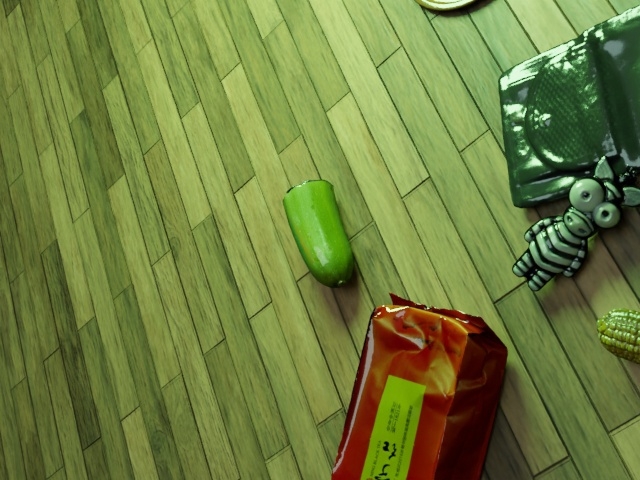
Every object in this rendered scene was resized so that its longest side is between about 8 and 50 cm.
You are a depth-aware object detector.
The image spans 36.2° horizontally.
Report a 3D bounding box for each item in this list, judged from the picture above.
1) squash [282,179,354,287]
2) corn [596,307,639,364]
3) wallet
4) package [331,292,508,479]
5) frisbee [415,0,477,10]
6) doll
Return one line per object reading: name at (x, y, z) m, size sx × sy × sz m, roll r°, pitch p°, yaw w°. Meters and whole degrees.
squash at (0.000, 0.000, 1.644) m, size 0.095 × 0.095 × 0.188 m, roll -34°, pitch 57°, yaw 28°
corn at (0.442, 0.135, 1.237) m, size 0.207 × 0.068 × 0.068 m, roll 18°, pitch 89°, yaw 42°
wallet at (0.403, -0.199, 1.397) m, size 0.323 × 0.041 × 0.247 m, roll -18°, pitch 67°, yaw 33°
package at (0.130, 0.297, 1.416) m, size 0.196 × 0.123 × 0.424 m, roll 8°, pitch 83°, yaw 44°
frisbee at (0.240, -0.502, 1.642) m, size 0.250 × 0.021 × 0.251 m, roll -13°, pitch 69°, yaw 37°
doll at (0.355, -0.021, 1.358) m, size 0.091 × 0.067 × 0.219 m, roll 44°, pitch 109°, yaw 11°
